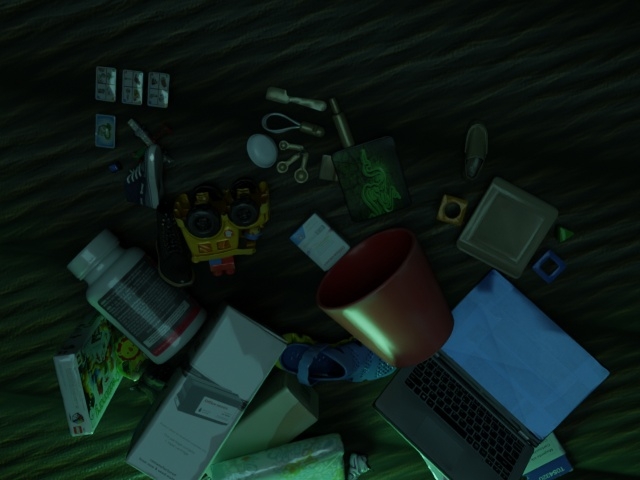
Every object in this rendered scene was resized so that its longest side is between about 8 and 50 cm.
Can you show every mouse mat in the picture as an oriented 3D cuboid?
[{"bbox_3d":[0.122,-0.143,1.727,0.153,0.007,0.189,-18,115,5],"label":"mouse mat"}]

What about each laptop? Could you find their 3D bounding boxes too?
[{"bbox_3d":[0.407,0.350,1.712,0.382,0.408,0.236,43,134,7],"label":"laptop"}]

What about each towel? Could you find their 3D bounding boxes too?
[{"bbox_3d":[-0.095,0.643,1.824,0.321,0.090,0.374,-14,128,-13],"label":"towel"}]

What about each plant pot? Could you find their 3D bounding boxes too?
[{"bbox_3d":[0.167,0.146,1.704,0.275,0.275,0.243,-35,112,9],"label":"plant pot"}]

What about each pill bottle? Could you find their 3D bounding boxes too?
[{"bbox_3d":[-0.438,0.128,1.731,0.176,0.176,0.318,-42,101,10],"label":"pill bottle"}]

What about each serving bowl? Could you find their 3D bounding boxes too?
[{"bbox_3d":[-0.131,-0.213,1.704,0.083,0.027,0.083,17,124,27],"label":"serving bowl"}]

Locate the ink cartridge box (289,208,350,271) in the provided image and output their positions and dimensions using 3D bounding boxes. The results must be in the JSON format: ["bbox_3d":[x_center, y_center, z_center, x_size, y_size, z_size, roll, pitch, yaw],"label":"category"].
[{"bbox_3d":[0.000,0.000,1.758,0.122,0.052,0.088,44,101,-9],"label":"ink cartridge box"}]

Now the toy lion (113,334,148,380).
[{"bbox_3d":[-0.476,0.286,1.817,0.096,0.034,0.100,39,69,-32],"label":"toy lion"}]

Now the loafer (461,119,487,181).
[{"bbox_3d":[0.363,-0.205,1.701,0.056,0.050,0.147,2,105,0],"label":"loafer"}]

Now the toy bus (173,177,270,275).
[{"bbox_3d":[-0.213,-0.022,1.716,0.220,0.149,0.211,-11,118,1],"label":"toy bus"}]

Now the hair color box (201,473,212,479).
[{"bbox_3d":[-0.293,0.660,1.936,0.167,0.053,0.093,-40,102,11],"label":"hair color box"}]

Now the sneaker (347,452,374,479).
[{"bbox_3d":[0.107,0.610,1.926,0.069,0.038,0.098,6,105,0],"label":"sneaker"}]

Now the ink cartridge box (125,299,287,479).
[{"bbox_3d":[-0.260,0.343,1.678,0.166,0.285,0.394,35,83,-8],"label":"ink cartridge box"}]

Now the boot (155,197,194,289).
[{"bbox_3d":[-0.343,0.008,1.673,0.077,0.198,0.137,-14,129,-24],"label":"boot"}]

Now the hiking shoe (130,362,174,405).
[{"bbox_3d":[-0.372,0.412,1.866,0.227,0.086,0.114,41,117,-6],"label":"hiking shoe"}]

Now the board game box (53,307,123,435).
[{"bbox_3d":[-0.536,0.295,1.710,0.053,0.305,0.192,-7,105,0],"label":"board game box"}]

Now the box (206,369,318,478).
[{"bbox_3d":[-0.160,0.467,1.837,0.311,0.148,0.121,-39,102,11],"label":"box"}]

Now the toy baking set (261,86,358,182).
[{"bbox_3d":[-0.027,-0.248,1.703,0.197,0.030,0.256,-15,104,5],"label":"toy baking set"}]

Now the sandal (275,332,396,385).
[{"bbox_3d":[0.046,0.302,1.780,0.318,0.138,0.126,0,104,-15],"label":"sandal"}]

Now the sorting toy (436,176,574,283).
[{"bbox_3d":[0.443,-0.032,1.751,0.348,0.047,0.196,27,99,-7],"label":"sorting toy"}]

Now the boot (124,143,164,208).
[{"bbox_3d":[-0.412,-0.148,1.681,0.086,0.069,0.190,10,136,0],"label":"boot"}]

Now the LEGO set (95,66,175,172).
[{"bbox_3d":[-0.433,-0.274,1.705,0.183,0.060,0.244,8,104,11],"label":"LEGO set"}]

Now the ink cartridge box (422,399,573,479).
[{"bbox_3d":[0.452,0.557,1.895,0.324,0.071,0.330,-31,101,8],"label":"ink cartridge box"}]
